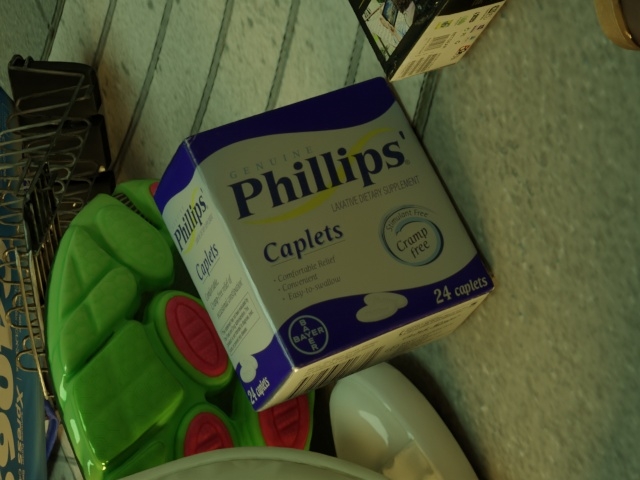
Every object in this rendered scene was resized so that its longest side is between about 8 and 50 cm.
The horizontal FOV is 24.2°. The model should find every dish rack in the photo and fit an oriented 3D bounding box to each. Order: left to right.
[{"bbox_3d":[-0.199,-0.002,1.107,0.271,0.074,0.208,-87,-9,-62],"label":"dish rack"}]

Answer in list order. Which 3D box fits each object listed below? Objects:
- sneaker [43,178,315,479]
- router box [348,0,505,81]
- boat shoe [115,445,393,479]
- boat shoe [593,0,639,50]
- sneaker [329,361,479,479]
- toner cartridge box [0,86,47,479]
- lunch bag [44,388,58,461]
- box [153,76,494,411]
[{"bbox_3d":[-0.079,0.196,1.011,0.202,0.185,0.482,-18,90,60],"label":"sneaker"},{"bbox_3d":[0.051,-0.173,0.670,0.133,0.046,0.179,64,153,14],"label":"router box"},{"bbox_3d":[-0.081,0.196,0.851,0.099,0.320,0.116,67,-161,-47],"label":"boat shoe"},{"bbox_3d":[0.129,-0.159,0.509,0.073,0.073,0.207,24,135,54],"label":"boat shoe"},{"bbox_3d":[0.042,0.217,0.864,0.106,0.123,0.290,-16,92,65],"label":"sneaker"},{"bbox_3d":[-0.265,0.058,1.130,0.165,0.075,0.347,76,-171,-78],"label":"toner cartridge box"},{"bbox_3d":[-0.459,0.158,1.669,0.385,0.239,0.327,-51,60,40],"label":"lunch bag"},{"bbox_3d":[0.000,0.000,0.792,0.137,0.126,0.072,63,154,15],"label":"box"}]
